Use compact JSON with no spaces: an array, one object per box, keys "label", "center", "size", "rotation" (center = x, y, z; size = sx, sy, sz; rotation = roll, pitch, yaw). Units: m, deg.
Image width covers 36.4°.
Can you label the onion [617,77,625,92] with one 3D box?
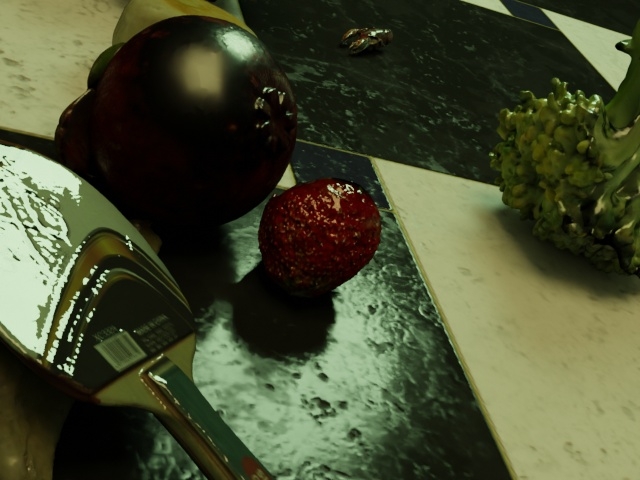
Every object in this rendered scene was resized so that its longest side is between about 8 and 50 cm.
[{"label":"onion","center":[0.499,-0.215,1.444],"size":[0.115,0.104,0.115],"rotation":[16,11,-3]}]

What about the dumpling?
[{"label":"dumpling","center":[-0.198,0.032,0.598],"size":[0.166,0.086,0.332],"rotation":[22,26,-9]}]

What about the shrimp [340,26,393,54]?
[{"label":"shrimp","center":[0.059,-0.269,1.294],"size":[0.038,0.029,0.092],"rotation":[39,37,22]}]

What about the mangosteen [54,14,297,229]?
[{"label":"mangosteen","center":[-0.118,-0.096,0.785],"size":[0.199,0.200,0.200],"rotation":[17,31,-11]}]

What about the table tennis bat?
[{"label":"table tennis bat","center":[-0.119,0.056,0.570],"size":[0.301,0.022,0.173],"rotation":[49,22,5]}]

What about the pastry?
[{"label":"pastry","center":[-0.133,-0.196,0.990],"size":[0.156,0.092,0.156],"rotation":[23,24,-11]}]

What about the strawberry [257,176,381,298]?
[{"label":"strawberry","center":[0.000,0.000,0.779],"size":[0.106,0.106,0.106],"rotation":[17,31,-11]}]

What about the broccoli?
[{"label":"broccoli","center":[0.284,-0.102,1.013],"size":[0.242,0.273,0.180],"rotation":[-3,6,-40]}]
